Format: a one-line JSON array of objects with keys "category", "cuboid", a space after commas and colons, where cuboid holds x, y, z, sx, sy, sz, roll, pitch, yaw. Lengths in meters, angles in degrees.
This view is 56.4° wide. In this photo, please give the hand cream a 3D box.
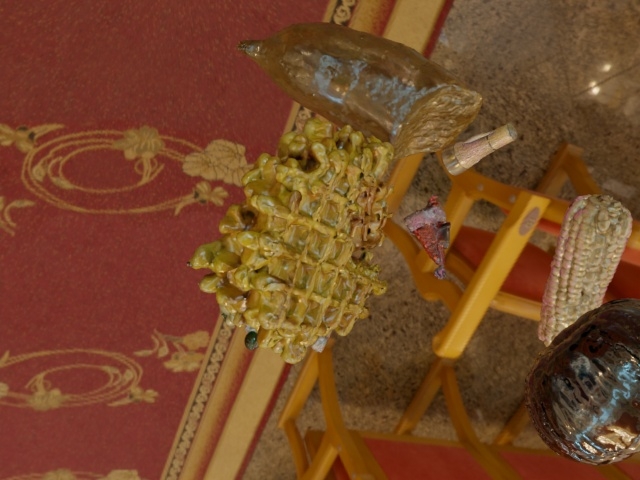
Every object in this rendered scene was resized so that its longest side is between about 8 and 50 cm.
[{"category": "hand cream", "cuboid": [0.415, -0.241, 1.548, 0.203, 0.084, 0.084, -23, 129, 40]}]

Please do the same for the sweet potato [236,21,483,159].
[{"category": "sweet potato", "cuboid": [0.054, -0.244, 0.907, 0.370, 0.158, 0.157, 30, 113, 7]}]

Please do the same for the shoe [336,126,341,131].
[{"category": "shoe", "cuboid": [0.061, -0.288, 1.372, 0.049, 0.071, 0.179, 10, 137, -18]}]

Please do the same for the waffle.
[{"category": "waffle", "cuboid": [0.000, 0.000, 0.499, 0.197, 0.070, 0.193, -49, 140, -20]}]

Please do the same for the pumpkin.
[{"category": "pumpkin", "cuboid": [0.372, 0.182, 0.768, 0.233, 0.163, 0.233, -37, 161, -15]}]

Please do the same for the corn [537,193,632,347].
[{"category": "corn", "cuboid": [0.500, 0.070, 1.163, 0.127, 0.126, 0.335, 2, 116, -14]}]

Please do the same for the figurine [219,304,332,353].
[{"category": "figurine", "cuboid": [-0.078, 0.129, 1.001, 0.197, 0.147, 0.093, 33, 134, -4]}]

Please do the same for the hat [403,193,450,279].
[{"category": "hat", "cuboid": [0.329, 0.001, 1.718, 0.129, 0.227, 0.140, 5, 152, -41]}]
